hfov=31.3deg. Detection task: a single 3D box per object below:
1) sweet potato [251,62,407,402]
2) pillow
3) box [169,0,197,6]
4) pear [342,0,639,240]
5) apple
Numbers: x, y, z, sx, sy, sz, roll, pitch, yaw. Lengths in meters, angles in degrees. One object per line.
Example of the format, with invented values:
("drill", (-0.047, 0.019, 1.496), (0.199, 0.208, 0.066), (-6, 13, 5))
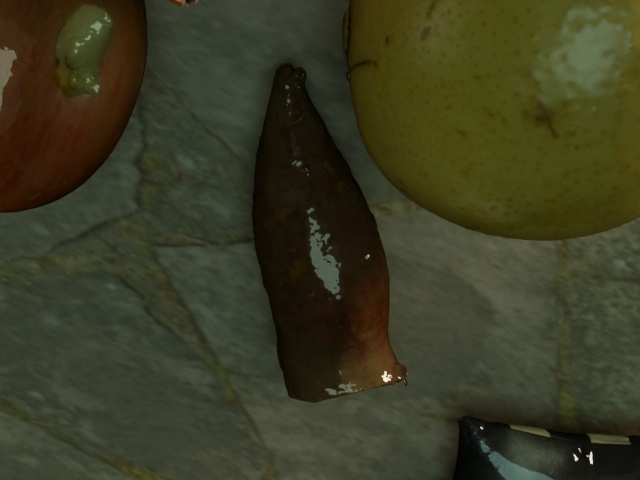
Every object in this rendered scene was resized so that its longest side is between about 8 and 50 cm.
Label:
("sweet potato", (-0.003, 0.000, 1.092), (0.131, 0.131, 0.337), (-11, 111, -1))
("pillow", (0.248, 0.277, 1.228), (0.250, 0.106, 0.186), (6, 116, -6))
("box", (-0.134, -0.379, 0.829), (0.257, 0.349, 0.318), (22, 105, -13))
("pear", (0.186, -0.167, 0.944), (0.348, 0.348, 0.348), (-2, 110, -5))
("apple", (-0.262, -0.157, 0.954), (0.242, 0.242, 0.241), (21, 105, -12))
